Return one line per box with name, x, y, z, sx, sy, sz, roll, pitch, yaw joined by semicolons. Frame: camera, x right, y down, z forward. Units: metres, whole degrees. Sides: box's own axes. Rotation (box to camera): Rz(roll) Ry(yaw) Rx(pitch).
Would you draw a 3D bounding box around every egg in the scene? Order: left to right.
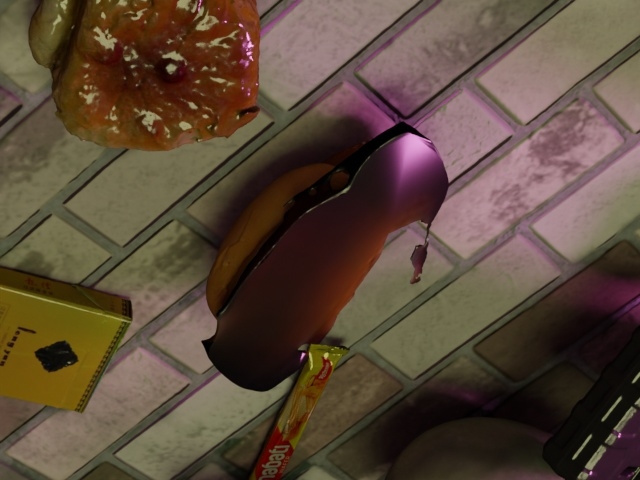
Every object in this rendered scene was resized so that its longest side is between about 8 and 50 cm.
egg;0.223;0.347;1.965;0.352;0.258;0.258;26;121;-30

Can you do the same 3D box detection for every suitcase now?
suitcase;0.385;0.194;1.899;0.285;0.066;0.206;13;116;-55

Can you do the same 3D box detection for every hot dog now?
hot dog;-0.005;-0.001;1.728;0.326;0.107;0.194;-40;136;9

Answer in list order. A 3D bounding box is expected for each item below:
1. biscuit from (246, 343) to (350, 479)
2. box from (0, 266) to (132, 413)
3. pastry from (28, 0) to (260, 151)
biscuit;-0.039;0.224;1.958;0.048;0.026;0.292;5;130;-25
box;-0.356;0.096;1.773;0.279;0.041;0.153;15;124;-23
pastry;-0.154;-0.176;1.547;0.229;0.100;0.218;30;119;-29
